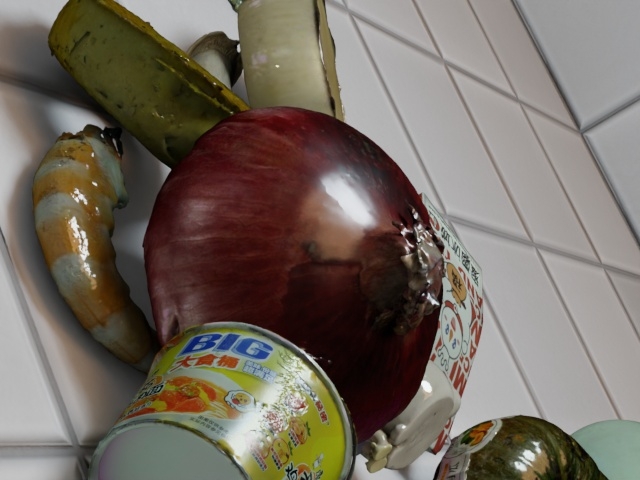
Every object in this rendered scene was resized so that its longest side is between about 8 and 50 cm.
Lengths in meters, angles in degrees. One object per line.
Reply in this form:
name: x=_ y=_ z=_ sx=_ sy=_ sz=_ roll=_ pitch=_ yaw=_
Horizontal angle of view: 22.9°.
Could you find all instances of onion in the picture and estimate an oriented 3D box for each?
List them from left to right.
onion: x=0.009 y=0.033 z=1.485 sx=0.348 sy=0.285 sz=0.347 roll=10 pitch=77 yaw=-48

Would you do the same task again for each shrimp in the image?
shrimp: x=-0.190 y=0.024 z=1.467 sx=0.287 sy=0.068 sz=0.185 roll=60 pitch=20 yaw=3

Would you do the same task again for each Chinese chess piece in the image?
Chinese chess piece: x=-0.028 y=-0.185 z=1.938 sx=0.257 sy=0.104 sz=0.257 roll=-11 pitch=90 yaw=-85

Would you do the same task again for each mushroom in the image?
mushroom: x=-0.127 y=-0.166 z=1.849 sx=0.092 sy=0.081 sz=0.223 roll=38 pitch=28 yaw=-35

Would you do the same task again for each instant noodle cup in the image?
instant noodle cup: x=-0.092 y=0.189 z=1.318 sx=0.205 sy=0.205 sz=0.153 roll=56 pitch=32 yaw=-6

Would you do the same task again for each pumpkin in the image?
pumpkin: x=0.229 y=0.338 z=1.827 sx=0.260 sy=0.189 sz=0.260 roll=14 pitch=64 yaw=-31

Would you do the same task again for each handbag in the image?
handbag: x=0.109 y=0.106 z=1.911 sx=0.171 sy=0.151 sz=0.298 roll=50 pitch=26 yaw=-35

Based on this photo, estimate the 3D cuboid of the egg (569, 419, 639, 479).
egg: x=0.416 y=0.410 z=1.997 sx=0.276 sy=0.276 sz=0.389 roll=25 pitch=36 yaw=-55

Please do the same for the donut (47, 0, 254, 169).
donut: x=-0.170 y=-0.152 z=1.615 sx=0.272 sy=0.107 sz=0.272 roll=38 pitch=2 yaw=-2

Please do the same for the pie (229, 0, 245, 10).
pie: x=-0.164 y=-0.454 z=2.171 sx=0.302 sy=0.067 sz=0.302 roll=47 pitch=23 yaw=-28

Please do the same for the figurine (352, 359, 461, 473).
figurine: x=0.020 y=0.141 z=1.705 sx=0.235 sy=0.127 sz=0.155 roll=37 pitch=55 yaw=26
